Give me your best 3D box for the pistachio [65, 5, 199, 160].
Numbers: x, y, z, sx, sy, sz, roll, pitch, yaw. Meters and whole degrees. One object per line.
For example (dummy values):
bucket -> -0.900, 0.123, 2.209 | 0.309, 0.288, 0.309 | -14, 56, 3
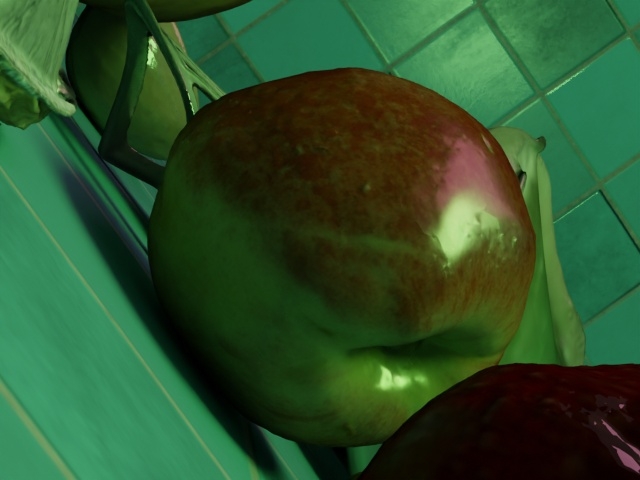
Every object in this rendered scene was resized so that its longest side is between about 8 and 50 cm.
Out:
pistachio -> -0.182, -0.163, 1.262 | 0.185, 0.124, 0.124 | 59, -3, -26

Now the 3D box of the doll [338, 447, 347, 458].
doll -> 0.057, 0.168, 1.489 | 0.348, 0.161, 0.423 | 42, 5, -21

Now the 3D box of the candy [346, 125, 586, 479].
candy -> 0.125, 0.117, 1.193 | 0.427, 0.186, 0.386 | -60, 146, -52

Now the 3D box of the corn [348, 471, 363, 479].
corn -> 0.089, 0.203, 0.895 | 0.102, 0.102, 0.313 | 54, 8, 30

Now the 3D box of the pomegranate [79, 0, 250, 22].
pomegranate -> -0.176, -0.354, 1.085 | 0.411, 0.411, 0.411 | 55, -1, 2

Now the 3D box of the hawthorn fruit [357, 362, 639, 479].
hawthorn fruit -> 0.118, 0.174, 0.470 | 0.230, 0.210, 0.266 | 47, -20, 35

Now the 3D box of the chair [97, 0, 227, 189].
chair -> -0.071, -0.057, 1.039 | 0.274, 0.191, 0.203 | 21, 18, -33

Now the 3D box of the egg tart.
egg tart -> -0.182, -0.160, 0.612 | 0.234, 0.094, 0.234 | 53, 0, 0

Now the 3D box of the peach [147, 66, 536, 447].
peach -> 0.000, 0.000, 0.796 | 0.257, 0.232, 0.232 | 51, -3, 42
